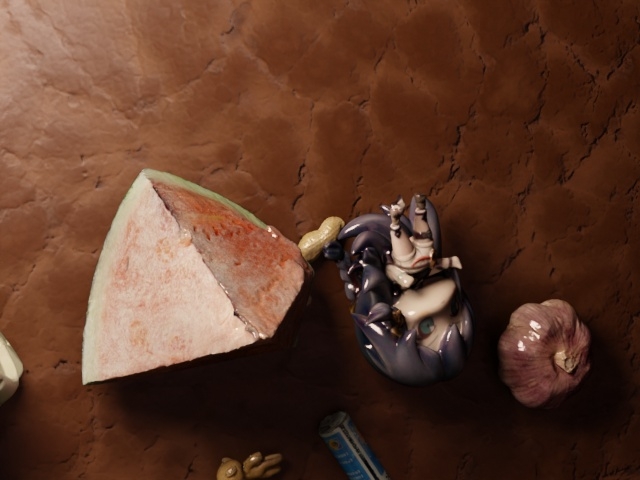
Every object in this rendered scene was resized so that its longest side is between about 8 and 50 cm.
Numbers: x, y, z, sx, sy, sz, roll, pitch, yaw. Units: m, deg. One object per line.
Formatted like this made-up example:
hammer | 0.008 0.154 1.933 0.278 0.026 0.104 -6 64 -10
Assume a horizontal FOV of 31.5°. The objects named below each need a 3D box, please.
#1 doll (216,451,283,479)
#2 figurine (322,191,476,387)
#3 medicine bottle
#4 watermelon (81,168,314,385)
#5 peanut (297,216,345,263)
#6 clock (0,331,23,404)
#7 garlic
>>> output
doll | -0.096 0.319 1.550 0.093 0.051 0.062 2 125 -12
figurine | 0.110 0.064 1.496 0.175 0.197 0.265 -15 98 -13
medicine bottle | 0.065 0.327 1.594 0.051 0.051 0.191 -34 105 -8
watermelon | -0.144 0.106 1.420 0.283 0.293 0.250 16 123 -17
peanut | 0.000 0.000 1.542 0.083 0.037 0.037 -39 105 -11
clock | -0.446 0.106 1.287 0.108 0.324 0.265 -35 106 -8
garlic | 0.322 0.163 1.614 0.147 0.102 0.159 11 94 -15
